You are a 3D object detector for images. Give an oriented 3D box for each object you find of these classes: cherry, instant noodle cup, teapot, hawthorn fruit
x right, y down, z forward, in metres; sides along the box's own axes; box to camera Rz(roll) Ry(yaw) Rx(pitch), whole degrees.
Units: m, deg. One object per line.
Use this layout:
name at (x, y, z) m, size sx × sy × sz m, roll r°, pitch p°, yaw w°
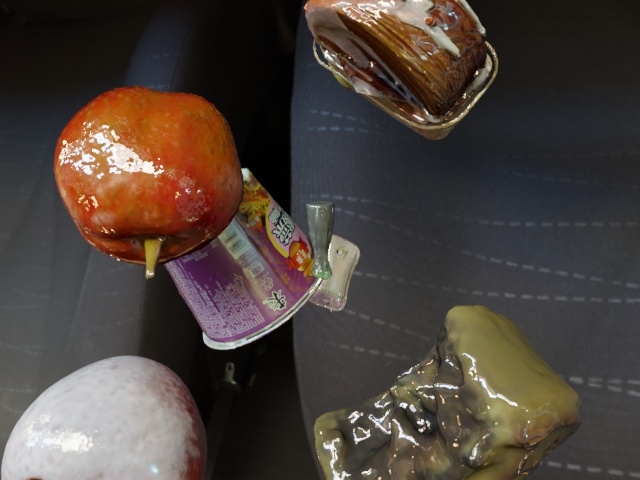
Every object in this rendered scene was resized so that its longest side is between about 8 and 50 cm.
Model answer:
cherry at (-0.369, 0.356, 0.919) m, size 0.326 × 0.335 × 0.291 m, roll 12°, pitch 124°, yaw -34°
instant noodle cup at (-0.190, 0.023, 1.125) m, size 0.340 × 0.340 × 0.266 m, roll -13°, pitch 119°, yaw 42°
teapot at (0.000, 0.000, 0.758) m, size 0.043 × 0.043 × 0.110 m, roll 5°, pitch 104°, yaw 25°
hawthorn fruit at (-0.263, -0.076, 0.816) m, size 0.287 × 0.330 × 0.287 m, roll -9°, pitch 144°, yaw -7°

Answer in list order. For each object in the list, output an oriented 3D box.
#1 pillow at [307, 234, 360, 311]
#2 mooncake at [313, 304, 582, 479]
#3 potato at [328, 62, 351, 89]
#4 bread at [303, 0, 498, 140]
pillow at (0.045, 0.102, 1.633) m, size 0.131 × 0.232 × 0.038 m, roll 22°, pitch 165°, yaw -10°
mooncake at (0.193, 0.295, 0.828) m, size 0.393 × 0.246 × 0.394 m, roll -19°, pitch 142°, yaw -10°
potato at (0.106, -0.347, 0.895) m, size 0.169 × 0.248 × 0.143 m, roll 6°, pitch 138°, yaw 39°
bread at (0.081, -0.216, 0.592) m, size 0.224 × 0.142 × 0.212 m, roll 40°, pitch -178°, yaw 24°
